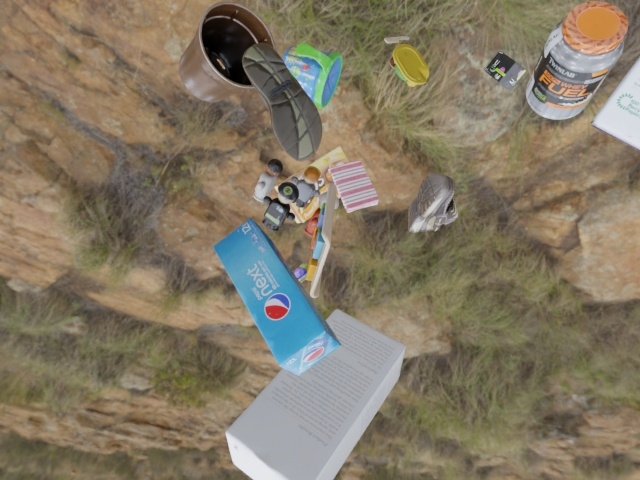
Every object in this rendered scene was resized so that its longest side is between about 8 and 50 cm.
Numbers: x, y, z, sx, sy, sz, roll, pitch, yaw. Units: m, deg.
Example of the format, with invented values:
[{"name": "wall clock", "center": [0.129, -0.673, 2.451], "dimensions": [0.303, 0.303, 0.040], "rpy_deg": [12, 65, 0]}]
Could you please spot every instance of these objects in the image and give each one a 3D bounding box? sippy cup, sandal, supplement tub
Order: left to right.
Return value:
[{"name": "sandal", "center": [-0.068, -0.246, 0.819], "dimensions": [0.219, 0.090, 0.060], "rpy_deg": [57, 177, -1]}, {"name": "sippy cup", "center": [-0.051, -0.721, 1.961], "dimensions": [0.224, 0.240, 0.305], "rpy_deg": [23, 136, 7]}, {"name": "supplement tub", "center": [0.738, -0.515, 1.327], "dimensions": [0.193, 0.193, 0.316], "rpy_deg": [9, 163, 12]}]

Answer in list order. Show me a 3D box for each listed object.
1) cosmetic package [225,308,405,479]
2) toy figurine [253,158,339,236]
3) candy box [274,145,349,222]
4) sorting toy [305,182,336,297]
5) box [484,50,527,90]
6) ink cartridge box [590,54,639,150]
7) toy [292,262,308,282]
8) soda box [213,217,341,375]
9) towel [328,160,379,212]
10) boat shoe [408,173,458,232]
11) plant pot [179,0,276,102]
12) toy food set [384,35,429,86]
[{"name": "cosmetic package", "center": [0.007, 0.408, 1.149], "dimensions": [0.230, 0.453, 0.161], "rpy_deg": [25, 136, 26]}, {"name": "toy figurine", "center": [-0.073, -0.130, 1.300], "dimensions": [0.213, 0.209, 0.148], "rpy_deg": [9, 129, -31]}, {"name": "candy box", "center": [-0.009, -0.232, 1.894], "dimensions": [0.183, 0.316, 0.087], "rpy_deg": [58, 164, -10]}, {"name": "sorting toy", "center": [0.000, 0.000, 1.059], "dimensions": [0.038, 0.193, 0.208], "rpy_deg": [9, 135, -2]}, {"name": "box", "center": [0.481, -0.441, 1.184], "dimensions": [0.052, 0.083, 0.062], "rpy_deg": [20, 123, -30]}, {"name": "ink cartridge box", "center": [0.582, -0.207, 0.544], "dimensions": [0.324, 0.071, 0.330], "rpy_deg": [36, 113, 14]}, {"name": "toy", "center": [-0.077, 0.126, 1.692], "dimensions": [0.056, 0.137, 0.237], "rpy_deg": [51, 162, 2]}, {"name": "soda box", "center": [-0.063, 0.071, 0.612], "dimensions": [0.210, 0.071, 0.067], "rpy_deg": [53, 179, 34]}, {"name": "towel", "center": [0.126, -0.209, 1.749], "dimensions": [0.144, 0.197, 0.029], "rpy_deg": [-17, 163, -21]}, {"name": "boat shoe", "center": [0.388, -0.121, 1.509], "dimensions": [0.130, 0.132, 0.355], "rpy_deg": [4, 165, -2]}, {"name": "plant pot", "center": [-0.203, -0.372, 0.939], "dimensions": [0.167, 0.167, 0.165], "rpy_deg": [35, 157, -30]}, {"name": "toy food set", "center": [0.327, -0.677, 1.752], "dimensions": [0.218, 0.128, 0.071], "rpy_deg": [63, 155, 7]}]
